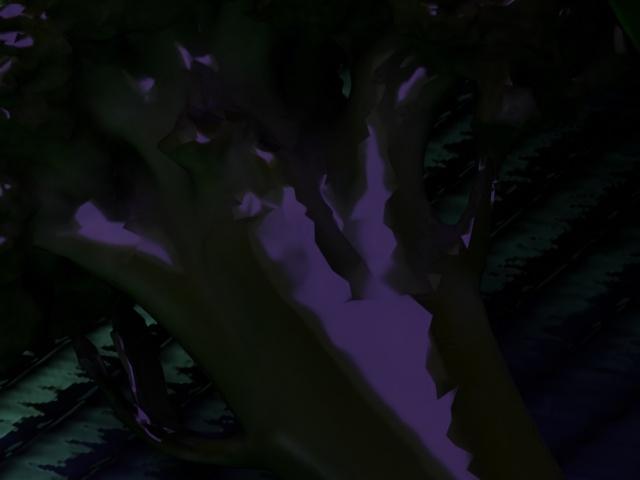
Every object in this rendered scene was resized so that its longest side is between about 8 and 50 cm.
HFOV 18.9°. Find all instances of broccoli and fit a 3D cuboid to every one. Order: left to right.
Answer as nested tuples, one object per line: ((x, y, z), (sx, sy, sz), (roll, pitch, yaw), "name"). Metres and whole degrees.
((0.001, -0.028, 0.689), (0.302, 0.186, 0.254), (30, 89, 9), "broccoli")

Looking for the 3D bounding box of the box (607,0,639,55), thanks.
((0.157, -0.070, 0.649), (0.034, 0.235, 0.132), (-39, 58, 24), "box")
